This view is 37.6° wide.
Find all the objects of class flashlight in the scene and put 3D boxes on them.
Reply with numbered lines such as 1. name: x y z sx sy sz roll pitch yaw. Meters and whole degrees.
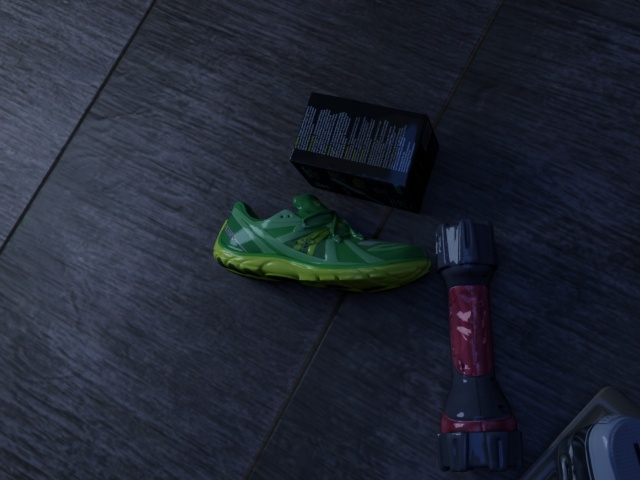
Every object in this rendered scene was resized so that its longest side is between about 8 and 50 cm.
1. flashlight: 0.186 0.127 1.151 0.103 0.103 0.304 -13 74 46

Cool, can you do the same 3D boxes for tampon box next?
1. tampon box: 0.060 -0.116 1.243 0.161 0.120 0.101 15 80 17

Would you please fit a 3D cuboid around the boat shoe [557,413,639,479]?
1. boat shoe: 0.339 0.360 1.014 0.121 0.119 0.335 3 70 -22

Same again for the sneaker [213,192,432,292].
1. sneaker: 0.000 0.000 1.233 0.296 0.109 0.123 7 81 16

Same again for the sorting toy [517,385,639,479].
1. sorting toy: 0.377 0.351 1.085 0.307 0.041 0.229 42 89 14
